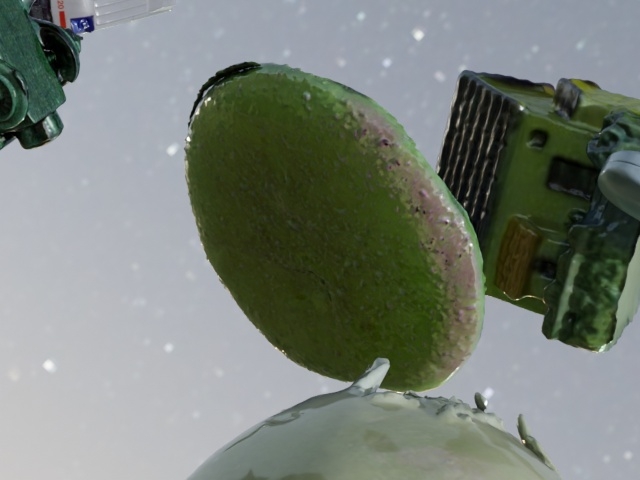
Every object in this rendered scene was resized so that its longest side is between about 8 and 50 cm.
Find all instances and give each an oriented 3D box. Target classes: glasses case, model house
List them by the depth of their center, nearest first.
[{"bbox_3d":[0.288,-0.018,1.224,0.178,0.045,0.067,23,-14,10],"label":"glasses case"},{"bbox_3d":[0.173,-0.038,1.384,0.211,0.170,0.194,18,-70,17],"label":"model house"}]

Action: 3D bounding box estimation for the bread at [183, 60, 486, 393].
[{"bbox_3d":[0.000,-0.005,1.308,0.301,0.045,0.301,26,-45,28],"label":"bread"}]

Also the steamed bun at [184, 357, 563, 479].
[{"bbox_3d":[0.053,0.240,0.902,0.312,0.233,0.334,44,-35,12],"label":"steamed bun"}]

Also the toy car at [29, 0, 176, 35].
[{"bbox_3d":[-0.232,-0.226,1.526,0.108,0.209,0.089,18,-62,39],"label":"toy car"}]

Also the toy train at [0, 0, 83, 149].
[{"bbox_3d":[-0.195,-0.121,0.861,0.111,0.071,0.170,-10,-67,37],"label":"toy train"}]
